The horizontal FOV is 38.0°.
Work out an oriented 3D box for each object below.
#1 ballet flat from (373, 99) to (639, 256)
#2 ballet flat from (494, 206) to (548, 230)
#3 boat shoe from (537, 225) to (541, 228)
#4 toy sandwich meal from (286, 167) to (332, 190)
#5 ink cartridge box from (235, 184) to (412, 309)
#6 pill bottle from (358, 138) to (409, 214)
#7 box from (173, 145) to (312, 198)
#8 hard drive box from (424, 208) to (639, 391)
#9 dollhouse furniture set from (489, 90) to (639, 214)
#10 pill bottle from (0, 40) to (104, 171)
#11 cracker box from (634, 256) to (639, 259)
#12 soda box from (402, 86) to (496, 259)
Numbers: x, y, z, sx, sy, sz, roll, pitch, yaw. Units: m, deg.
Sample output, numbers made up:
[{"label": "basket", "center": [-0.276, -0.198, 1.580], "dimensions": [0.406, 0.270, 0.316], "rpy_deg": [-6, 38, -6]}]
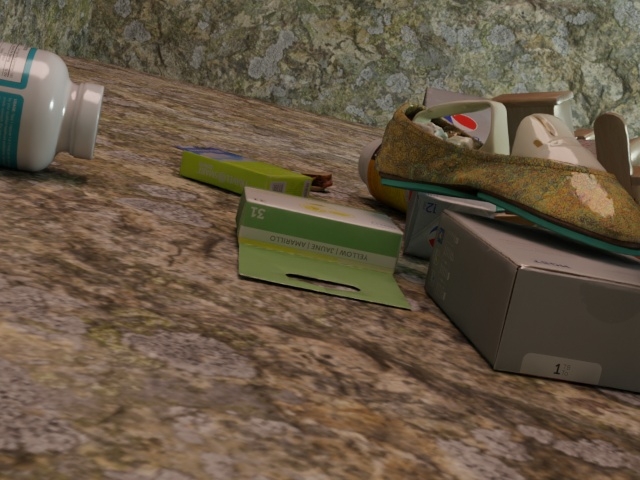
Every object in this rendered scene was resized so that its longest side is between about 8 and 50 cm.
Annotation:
[{"label": "ballet flat", "center": [0.184, -0.079, 0.928], "dimensions": [0.123, 0.123, 0.348], "rpy_deg": [4, 11, -38]}, {"label": "ballet flat", "center": [0.347, -0.043, 1.478], "dimensions": [0.232, 0.073, 0.080], "rpy_deg": [-16, 23, -26]}, {"label": "boat shoe", "center": [0.402, -0.104, 1.638], "dimensions": [0.340, 0.158, 0.127], "rpy_deg": [16, 12, 20]}, {"label": "toy sandwich meal", "center": [-0.022, -0.100, 1.487], "dimensions": [0.085, 0.029, 0.085], "rpy_deg": [12, 11, -2]}, {"label": "ink cartridge box", "center": [0.000, 0.000, 0.954], "dimensions": [0.171, 0.056, 0.235], "rpy_deg": [12, 9, -8]}, {"label": "pill bottle", "center": [0.147, -0.097, 1.429], "dimensions": [0.117, 0.117, 0.215], "rpy_deg": [6, 13, -31]}, {"label": "box", "center": [-0.114, -0.095, 1.325], "dimensions": [0.178, 0.042, 0.109], "rpy_deg": [19, 12, 31]}, {"label": "hard drive box", "center": [0.213, 0.049, 0.843], "dimensions": [0.181, 0.089, 0.232], "rpy_deg": [10, 11, -9]}, {"label": "dollhouse furniture set", "center": [0.423, -0.173, 1.407], "dimensions": [0.303, 0.174, 0.355], "rpy_deg": [7, 25, 45]}, {"label": "pill bottle", "center": [-0.393, -0.163, 1.091], "dimensions": [0.264, 0.146, 0.146], "rpy_deg": [10, 11, -13]}, {"label": "cracker box", "center": [0.434, 0.003, 1.289], "dimensions": [0.155, 0.067, 0.232], "rpy_deg": [0, 5, 22]}, {"label": "soda box", "center": [0.168, -0.089, 1.200], "dimensions": [0.098, 0.091, 0.286], "rpy_deg": [11, 36, 0]}]
